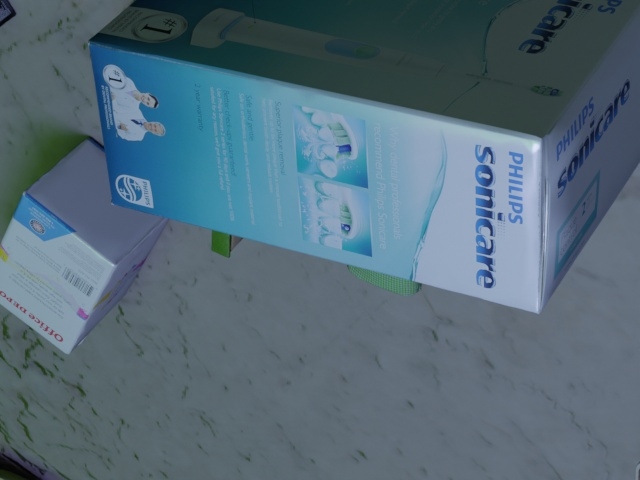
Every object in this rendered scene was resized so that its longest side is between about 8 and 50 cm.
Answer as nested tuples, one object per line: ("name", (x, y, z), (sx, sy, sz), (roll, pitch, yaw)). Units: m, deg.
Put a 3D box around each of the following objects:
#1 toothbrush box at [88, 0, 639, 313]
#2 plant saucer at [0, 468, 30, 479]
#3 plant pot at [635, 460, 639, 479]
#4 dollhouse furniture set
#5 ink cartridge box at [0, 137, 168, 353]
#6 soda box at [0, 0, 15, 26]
("toothbrush box", (0.041, -0.095, 1.145), (0.296, 0.216, 0.126), (13, 129, 24))
("plant saucer", (-0.292, 0.302, 1.778), (0.241, 0.037, 0.241), (18, 131, 21))
("plant pot", (0.283, 0.177, 1.273), (0.109, 0.096, 0.109), (14, 129, 24))
("dollhouse furniture set", (0.000, 0.000, 1.350), (0.152, 0.058, 0.076), (21, 132, 19))
("ink cartridge box", (-0.195, 0.010, 1.461), (0.092, 0.090, 0.143), (38, 135, 3))
("soda box", (-0.303, -0.222, 1.384), (0.060, 0.053, 0.169), (-13, 114, 38))
